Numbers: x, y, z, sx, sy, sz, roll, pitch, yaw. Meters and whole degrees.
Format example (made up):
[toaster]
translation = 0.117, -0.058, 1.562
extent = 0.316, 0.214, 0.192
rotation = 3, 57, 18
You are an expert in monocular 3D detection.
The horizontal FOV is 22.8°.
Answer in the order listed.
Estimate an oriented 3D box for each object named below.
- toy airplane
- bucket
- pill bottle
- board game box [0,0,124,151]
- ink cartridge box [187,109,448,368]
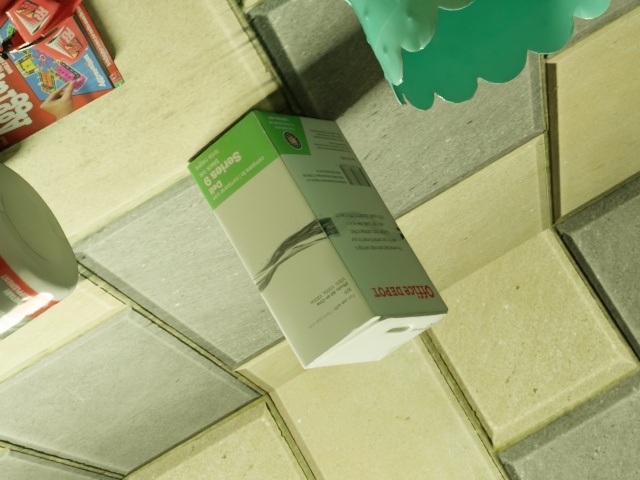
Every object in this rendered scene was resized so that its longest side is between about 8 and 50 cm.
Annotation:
[toy airplane]
translation = -0.206, -0.193, 1.298
extent = 0.151, 0.028, 0.151
rotation = -30, 166, -8
[bucket]
translation = 0.141, -0.272, 1.495
extent = 0.281, 0.183, 0.281
rotation = -28, 164, -9
[pill bottle]
translation = -0.398, 0.058, 1.581
extent = 0.283, 0.161, 0.161
rotation = -34, 164, 11
[board game box]
translation = -0.265, -0.163, 1.388
extent = 0.145, 0.027, 0.281
rotation = -28, 164, -3
[ink cartridge box]
translation = 0.000, 0.000, 1.884
extent = 0.121, 0.289, 0.211
rotation = -37, 163, 23
